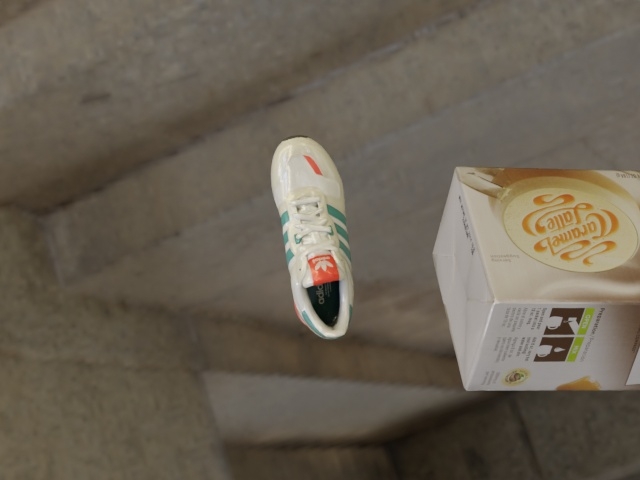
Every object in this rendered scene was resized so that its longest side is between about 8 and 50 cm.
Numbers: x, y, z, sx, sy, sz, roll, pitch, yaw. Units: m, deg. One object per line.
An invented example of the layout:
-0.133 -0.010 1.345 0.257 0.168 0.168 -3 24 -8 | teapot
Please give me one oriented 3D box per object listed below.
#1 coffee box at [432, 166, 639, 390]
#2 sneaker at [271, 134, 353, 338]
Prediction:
0.218 0.028 1.063 0.246 0.141 0.098 1 134 -10 | coffee box
0.000 0.000 1.144 0.057 0.161 0.075 -10 -165 -8 | sneaker
